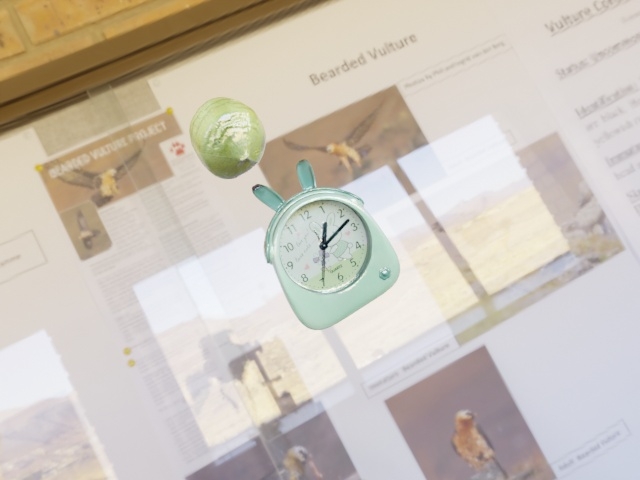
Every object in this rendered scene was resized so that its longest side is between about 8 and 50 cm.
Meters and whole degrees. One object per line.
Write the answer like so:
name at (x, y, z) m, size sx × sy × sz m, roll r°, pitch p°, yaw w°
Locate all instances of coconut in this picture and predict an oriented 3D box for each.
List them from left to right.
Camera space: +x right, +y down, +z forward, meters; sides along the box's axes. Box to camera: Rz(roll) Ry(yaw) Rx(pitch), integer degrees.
coconut at (-0.102, -0.112, 0.678) m, size 0.087 × 0.096 × 0.088 m, roll -22°, pitch -44°, yaw -22°

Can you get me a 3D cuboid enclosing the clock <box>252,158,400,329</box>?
clock at (0.000, 0.000, 0.520) m, size 0.101 × 0.135 × 0.041 m, roll -30°, pitch 11°, yaw -7°
